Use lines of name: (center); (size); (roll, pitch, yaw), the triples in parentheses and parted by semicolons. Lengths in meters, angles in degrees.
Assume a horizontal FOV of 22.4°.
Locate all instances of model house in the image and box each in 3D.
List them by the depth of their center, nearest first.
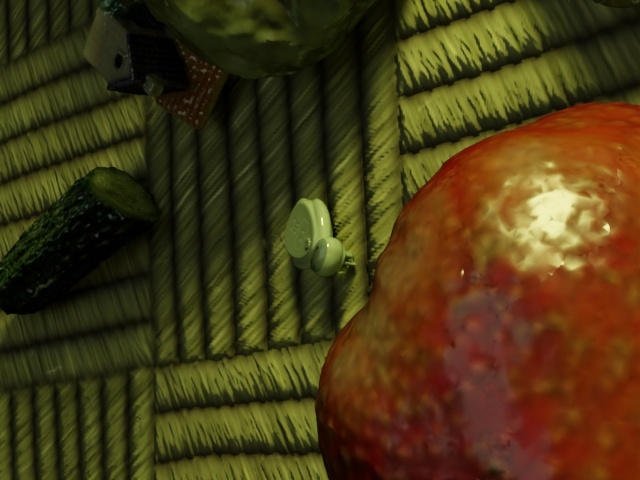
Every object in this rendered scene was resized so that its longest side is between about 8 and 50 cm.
model house: (-0.125, -0.154, 1.323); (0.100, 0.101, 0.087); (51, 122, 39)

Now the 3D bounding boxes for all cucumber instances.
cucumber: (-0.235, 0.011, 1.467); (0.265, 0.077, 0.077); (-37, 59, 43)

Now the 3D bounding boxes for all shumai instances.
shumai: (-0.078, -0.228, 1.166); (0.261, 0.222, 0.225); (25, 111, 32)

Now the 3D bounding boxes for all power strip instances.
power strip: (0.000, 0.000, 1.216); (0.083, 0.035, 0.055); (52, 126, 56)

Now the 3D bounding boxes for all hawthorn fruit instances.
hawthorn fruit: (0.169, 0.105, 0.815); (0.369, 0.285, 0.284); (45, 120, 33)

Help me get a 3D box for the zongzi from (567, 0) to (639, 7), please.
zongzi: (0.162, -0.177, 1.014); (0.119, 0.055, 0.109); (-39, 58, 56)
